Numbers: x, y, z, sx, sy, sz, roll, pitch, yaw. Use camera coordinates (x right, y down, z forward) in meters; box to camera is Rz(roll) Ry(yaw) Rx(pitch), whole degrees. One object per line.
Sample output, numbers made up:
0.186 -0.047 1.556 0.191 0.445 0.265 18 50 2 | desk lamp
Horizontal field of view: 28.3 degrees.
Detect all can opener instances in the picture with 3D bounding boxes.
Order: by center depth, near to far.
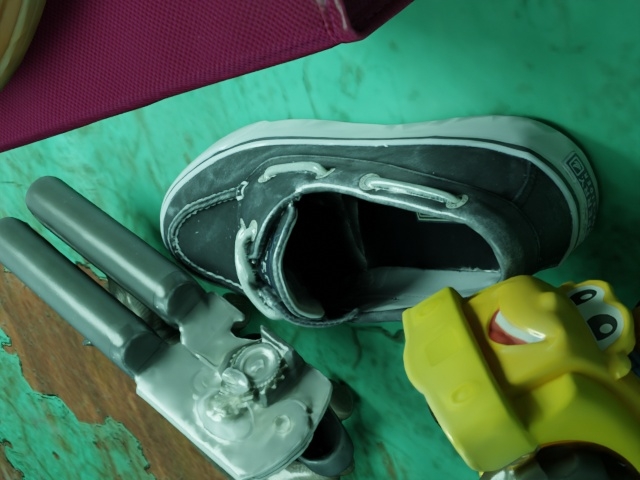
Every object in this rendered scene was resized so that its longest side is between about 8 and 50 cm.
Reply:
-0.095 0.058 0.780 0.283 0.076 0.095 33 167 37 | can opener

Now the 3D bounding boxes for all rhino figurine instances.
-0.078 0.092 0.859 0.243 0.073 0.106 41 136 13 | rhino figurine

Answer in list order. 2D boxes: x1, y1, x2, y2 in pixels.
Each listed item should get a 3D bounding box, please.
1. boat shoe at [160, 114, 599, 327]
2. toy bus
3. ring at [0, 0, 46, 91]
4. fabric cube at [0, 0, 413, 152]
0.000 0.000 0.694 0.301 0.102 0.108 0 119 42 | boat shoe
0.170 0.083 0.547 0.211 0.149 0.220 -35 112 11 | toy bus
-0.197 -0.184 0.403 0.336 0.032 0.337 24 132 29 | ring
-0.059 -0.202 0.482 0.258 0.254 0.259 -10 112 44 | fabric cube
